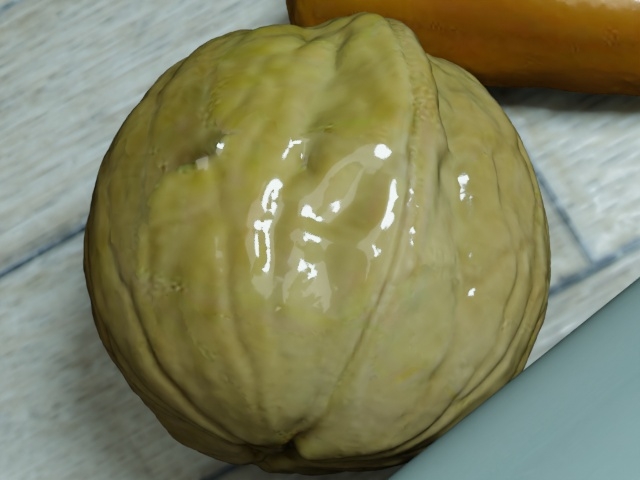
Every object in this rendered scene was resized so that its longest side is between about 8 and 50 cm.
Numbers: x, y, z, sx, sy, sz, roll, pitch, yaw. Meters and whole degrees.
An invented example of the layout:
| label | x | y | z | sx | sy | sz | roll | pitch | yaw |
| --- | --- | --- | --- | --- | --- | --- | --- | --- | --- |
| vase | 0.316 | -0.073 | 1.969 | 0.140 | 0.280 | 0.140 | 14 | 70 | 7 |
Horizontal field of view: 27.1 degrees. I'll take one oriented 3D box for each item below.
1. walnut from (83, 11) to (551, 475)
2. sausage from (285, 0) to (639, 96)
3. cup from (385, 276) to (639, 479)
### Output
| label | x | y | z | sx | sy | sz | roll | pitch | yaw |
| --- | --- | --- | --- | --- | --- | --- | --- | --- | --- |
| walnut | 0.000 | 0.000 | 0.636 | 0.228 | 0.228 | 0.228 | -5 | 70 | 13 |
| sausage | 0.095 | -0.133 | 0.717 | 0.238 | 0.098 | 0.098 | 8 | 73 | 16 |
| cup | 0.147 | 0.134 | 0.544 | 0.312 | 0.205 | 0.205 | -39 | 66 | -2 |
